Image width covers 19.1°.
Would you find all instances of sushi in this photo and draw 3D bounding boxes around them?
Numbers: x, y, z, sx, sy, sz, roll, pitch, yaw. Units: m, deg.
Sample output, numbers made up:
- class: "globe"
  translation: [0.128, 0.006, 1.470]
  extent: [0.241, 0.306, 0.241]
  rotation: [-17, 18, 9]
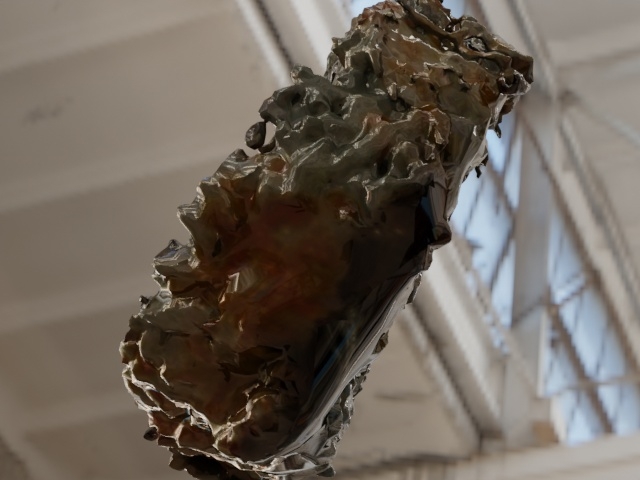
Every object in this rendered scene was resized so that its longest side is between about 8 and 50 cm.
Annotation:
- class: "sushi"
  translation: [0.000, 0.000, 1.416]
  extent: [0.175, 0.417, 0.417]
  rotation: [27, -42, 4]
